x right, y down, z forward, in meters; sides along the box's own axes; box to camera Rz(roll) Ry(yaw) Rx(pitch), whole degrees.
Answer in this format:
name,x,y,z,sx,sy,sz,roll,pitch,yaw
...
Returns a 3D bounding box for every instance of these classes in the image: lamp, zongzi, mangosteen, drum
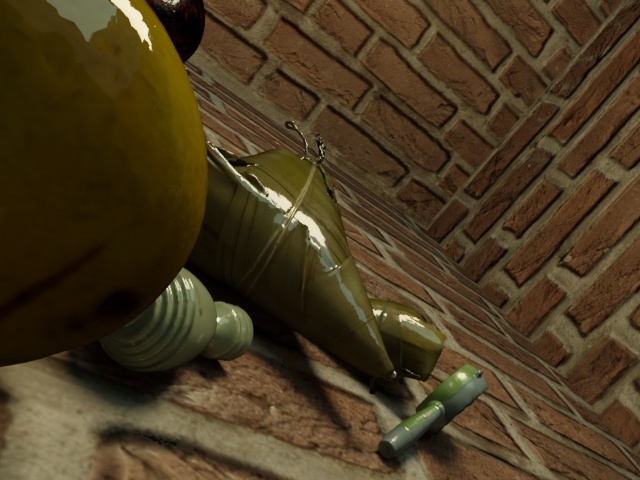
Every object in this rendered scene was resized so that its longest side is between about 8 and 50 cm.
name,x,y,z,sx,sy,sz,roll,pitch,yaw
lamp,-0.136,0.082,0.586,0.106,0.106,0.193,47,6,29
zongzi,0.063,0.143,0.981,0.256,0.114,0.228,15,-1,3
mangosteen,-0.407,-0.491,1.365,0.359,0.306,0.306,64,19,13
drum,0.171,0.234,0.829,0.049,0.130,0.253,49,15,21
zongzi,0.000,0.000,0.931,0.418,0.181,0.447,40,25,8

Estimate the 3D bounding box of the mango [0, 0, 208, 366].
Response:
name,x,y,z,sx,sy,sz,roll,pitch,yaw
mango,-0.275,-0.096,0.329,0.445,0.301,0.220,38,13,-26
